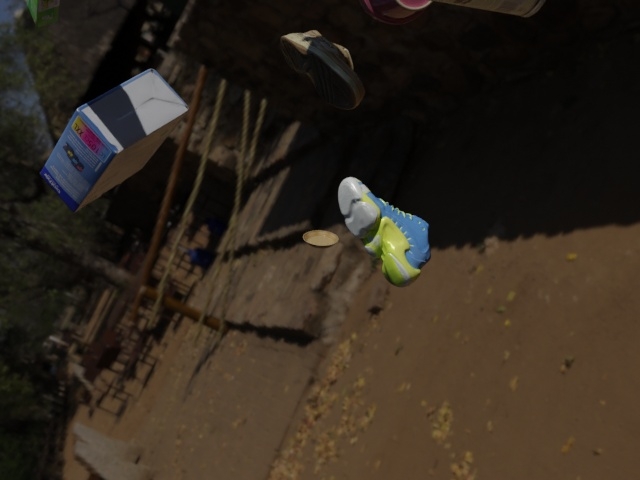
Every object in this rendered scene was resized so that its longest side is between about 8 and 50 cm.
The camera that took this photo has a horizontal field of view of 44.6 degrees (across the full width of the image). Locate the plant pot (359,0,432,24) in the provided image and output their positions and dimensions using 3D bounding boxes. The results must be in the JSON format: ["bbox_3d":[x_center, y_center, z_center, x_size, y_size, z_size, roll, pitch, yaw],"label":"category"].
[{"bbox_3d":[0.212,-0.653,1.989,0.201,0.201,0.180,-61,21,8],"label":"plant pot"}]

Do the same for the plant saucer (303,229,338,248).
[{"bbox_3d":[0.000,0.000,1.817,0.083,0.083,0.015,-95,8,-64],"label":"plant saucer"}]

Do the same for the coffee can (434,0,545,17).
[{"bbox_3d":[0.337,-0.600,1.667,0.201,0.275,0.202,-175,90,-75],"label":"coffee can"}]

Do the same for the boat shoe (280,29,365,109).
[{"bbox_3d":[0.023,-0.428,1.870,0.341,0.110,0.122,49,158,43],"label":"boat shoe"}]

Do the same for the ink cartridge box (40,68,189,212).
[{"bbox_3d":[-0.552,-0.240,2.029,0.270,0.151,0.395,-43,3,-42],"label":"ink cartridge box"}]

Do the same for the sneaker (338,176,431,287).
[{"bbox_3d":[0.133,-0.032,1.522,0.126,0.240,0.091,-33,7,-33],"label":"sneaker"}]

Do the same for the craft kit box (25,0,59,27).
[{"bbox_3d":[-0.623,-0.618,1.647,0.061,0.247,0.250,-21,-3,-24],"label":"craft kit box"}]
